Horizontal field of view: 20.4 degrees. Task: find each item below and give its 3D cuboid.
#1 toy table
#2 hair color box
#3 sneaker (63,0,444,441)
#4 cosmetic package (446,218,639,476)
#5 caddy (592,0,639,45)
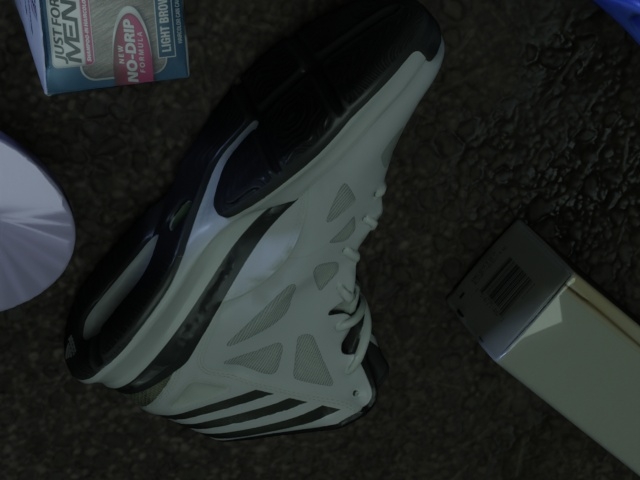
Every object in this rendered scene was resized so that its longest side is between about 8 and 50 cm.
[{"bbox_3d":[-0.346,-0.045,1.464,0.274,0.161,0.252,24,104,-20],"label":"toy table"},{"bbox_3d":[-0.180,-0.240,1.328,0.105,0.347,0.173,-8,112,-11],"label":"hair color box"},{"bbox_3d":[-0.001,0.000,1.588,0.257,0.169,0.447,33,108,-31],"label":"sneaker"},{"bbox_3d":[0.281,0.129,1.685,0.309,0.160,0.113,37,98,-24],"label":"cosmetic package"},{"bbox_3d":[0.398,-0.182,1.553,0.341,0.241,0.179,22,97,-20],"label":"caddy"}]
